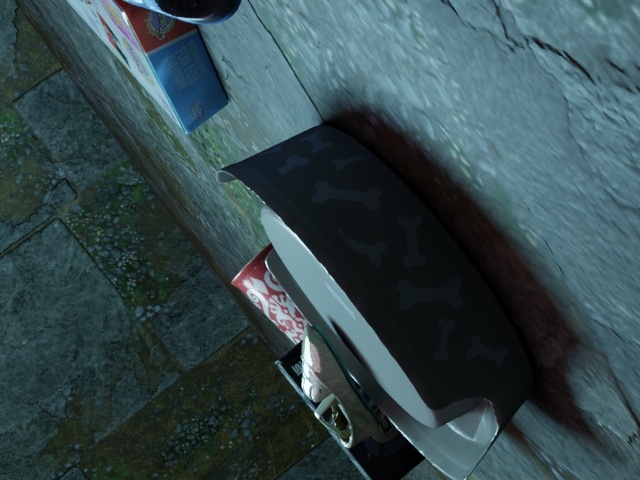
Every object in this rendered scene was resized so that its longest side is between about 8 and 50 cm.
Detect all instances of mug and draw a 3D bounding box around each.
[{"bbox_3d":[-0.018,0.078,1.503,0.169,0.113,0.150,48,173,4],"label":"mug"}]

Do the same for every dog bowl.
[{"bbox_3d":[0.051,0.047,1.036,0.348,0.102,0.349,50,171,11],"label":"dog bowl"}]

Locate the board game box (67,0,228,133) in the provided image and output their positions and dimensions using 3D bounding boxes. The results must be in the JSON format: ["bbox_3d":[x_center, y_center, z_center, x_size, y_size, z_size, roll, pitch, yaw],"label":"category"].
[{"bbox_3d":[-0.243,-0.293,1.299,0.316,0.064,0.242,48,170,25],"label":"board game box"}]

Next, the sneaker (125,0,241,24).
[{"bbox_3d":[-0.110,-0.218,0.978,0.082,0.069,0.209,16,-173,-40],"label":"sneaker"}]

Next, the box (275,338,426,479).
[{"bbox_3d":[0.062,0.157,1.269,0.180,0.147,0.077,52,172,2],"label":"box"}]

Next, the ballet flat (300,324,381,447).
[{"bbox_3d":[0.012,0.152,1.153,0.057,0.052,0.168,42,167,50],"label":"ballet flat"}]
